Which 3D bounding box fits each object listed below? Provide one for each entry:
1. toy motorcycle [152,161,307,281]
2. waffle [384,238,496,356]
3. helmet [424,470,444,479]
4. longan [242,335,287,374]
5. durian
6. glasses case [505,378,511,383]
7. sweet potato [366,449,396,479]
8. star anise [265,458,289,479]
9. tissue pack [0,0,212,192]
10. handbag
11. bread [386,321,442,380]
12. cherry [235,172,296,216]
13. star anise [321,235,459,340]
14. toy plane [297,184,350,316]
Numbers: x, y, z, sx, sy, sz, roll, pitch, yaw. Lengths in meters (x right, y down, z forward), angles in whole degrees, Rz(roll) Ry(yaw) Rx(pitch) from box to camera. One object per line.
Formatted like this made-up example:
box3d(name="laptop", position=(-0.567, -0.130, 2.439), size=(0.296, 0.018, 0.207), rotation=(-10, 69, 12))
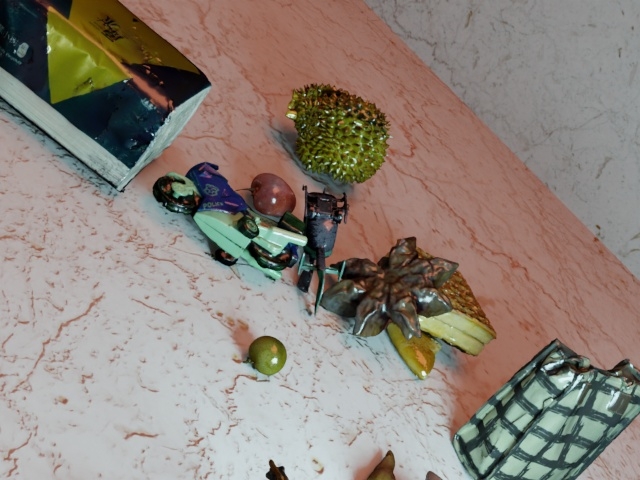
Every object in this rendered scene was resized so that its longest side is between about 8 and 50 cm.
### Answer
box3d(name="toy motorcycle", position=(-0.187, -0.052, 1.922), size=(0.331, 0.125, 0.196), rotation=(31, 30, -10))
box3d(name="waffle", position=(0.280, 0.134, 2.213), size=(0.213, 0.091, 0.308), rotation=(28, 20, -24))
box3d(name="helmet", position=(0.181, 0.491, 1.604), size=(0.175, 0.106, 0.155), rotation=(58, 20, -27))
box3d(name="longan", position=(-0.103, 0.214, 1.711), size=(0.083, 0.075, 0.075), rotation=(-21, 57, -13))
box3d(name="durian", position=(0.049, -0.285, 2.430), size=(0.293, 0.258, 0.258), rotation=(36, 26, 13))
box3d(name="glasses case", position=(0.461, 0.365, 2.226), size=(0.021, 0.032, 0.083), rotation=(33, 28, -22))
box3d(name="sweet potato", position=(0.108, 0.434, 1.655), size=(0.068, 0.068, 0.226), rotation=(36, 24, -10))
box3d(name="star anise", position=(-0.148, 0.417, 1.275), size=(0.237, 0.148, 0.346), rotation=(48, 38, 7))
box3d(name="tissue pack", position=(-0.456, -0.330, 1.833), size=(0.416, 0.253, 0.264), rotation=(41, 28, -4))
box3d(name="handbag", position=(0.492, 0.373, 1.946), size=(0.325, 0.327, 0.162), rotation=(16, 33, -41))
box3d(name="bread", position=(0.205, 0.228, 2.082), size=(0.136, 0.054, 0.154), rotation=(39, 25, 2))
box3d(name="cherry", position=(-0.110, -0.106, 2.121), size=(0.126, 0.087, 0.106), rotation=(-1, 53, -48))
box3d(name="star anise", position=(0.152, 0.098, 2.028), size=(0.108, 0.315, 0.315), rotation=(77, -5, -48))
box3d(name="toy plane", position=(0.000, 0.000, 2.049), size=(0.106, 0.155, 0.382), rotation=(8, 33, -8))
